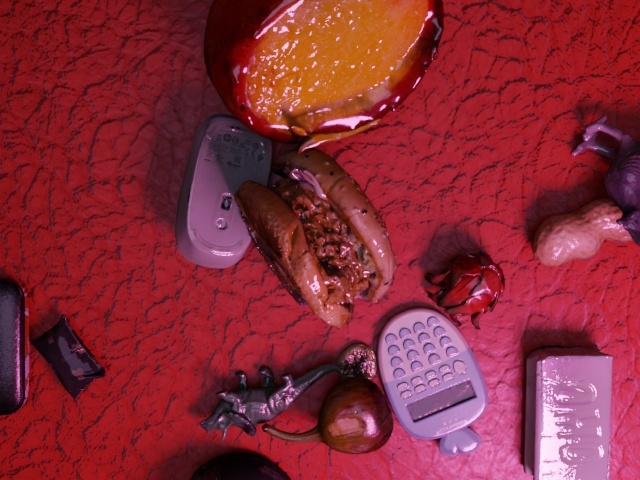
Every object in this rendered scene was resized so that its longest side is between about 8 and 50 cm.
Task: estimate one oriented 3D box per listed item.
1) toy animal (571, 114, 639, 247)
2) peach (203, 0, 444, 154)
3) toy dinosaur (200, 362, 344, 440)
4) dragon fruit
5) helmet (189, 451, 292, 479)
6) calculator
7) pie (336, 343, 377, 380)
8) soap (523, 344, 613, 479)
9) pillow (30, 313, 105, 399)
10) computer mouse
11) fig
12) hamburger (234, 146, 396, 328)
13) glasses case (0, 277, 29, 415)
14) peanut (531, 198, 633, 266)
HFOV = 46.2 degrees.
[{"bbox_3d":[0.584,-0.159,1.407,0.206,0.081,0.367,27,67,21],"label":"toy animal"},{"bbox_3d":[-0.004,-0.354,1.303,0.406,0.310,0.335,-30,128,-5],"label":"peach"},{"bbox_3d":[-0.104,0.289,1.455,0.292,0.079,0.120,-37,97,3],"label":"toy dinosaur"},{"bbox_3d":[0.281,0.087,1.426,0.121,0.130,0.142,37,92,-34],"label":"dragon fruit"},{"bbox_3d":[-0.143,0.548,1.425,0.279,0.160,0.230,44,91,0],"label":"helmet"},{"bbox_3d":[0.221,0.278,1.465,0.188,0.042,0.303,-22,92,1],"label":"calculator"},{"bbox_3d":[0.074,0.243,1.476,0.084,0.021,0.084,0,93,1],"label":"pie"},{"bbox_3d":[0.473,0.338,1.439,0.150,0.094,0.261,0,92,1],"label":"soap"},{"bbox_3d":[-0.491,0.228,1.470,0.090,0.048,0.150,-38,87,-6],"label":"pillow"},{"bbox_3d":[-0.187,-0.091,1.426,0.159,0.097,0.288,13,84,-21],"label":"computer mouse"},{"bbox_3d":[0.013,0.347,1.419,0.245,0.149,0.149,-17,92,1],"label":"fig"},{"bbox_3d":[0.000,0.000,1.319,0.195,0.277,0.318,-34,104,-12],"label":"hamburger"},{"bbox_3d":[-0.624,0.207,1.460,0.103,0.067,0.267,2,93,2],"label":"glasses case"},{"bbox_3d":[0.510,-0.019,1.428,0.228,0.085,0.104,-22,99,0],"label":"peanut"}]
